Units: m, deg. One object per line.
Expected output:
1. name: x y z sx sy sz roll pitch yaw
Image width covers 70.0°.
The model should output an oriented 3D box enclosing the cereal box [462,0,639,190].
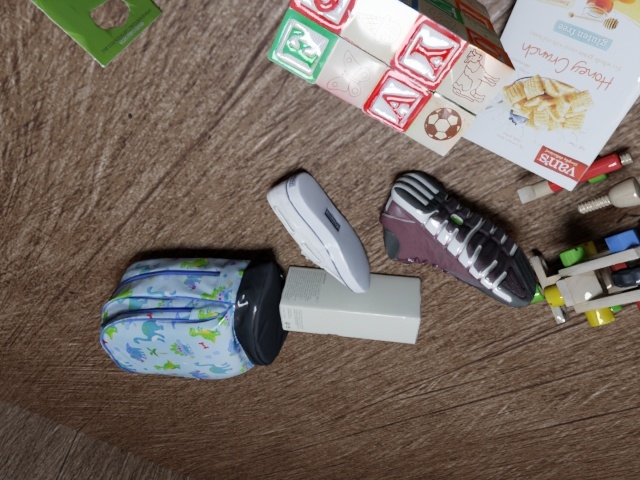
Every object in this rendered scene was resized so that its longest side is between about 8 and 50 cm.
1. cereal box: 0.295 -0.199 0.561 0.173 0.047 0.240 34 138 21

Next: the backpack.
1. backpack: -0.273 0.160 0.965 0.356 0.273 0.290 15 143 14

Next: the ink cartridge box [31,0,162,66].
1. ink cartridge box: -0.276 -0.348 0.488 0.097 0.188 0.255 -27 125 30

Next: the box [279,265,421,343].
1. box: 0.062 0.130 0.938 0.276 0.113 0.094 6 135 7

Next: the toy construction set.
1. toy construction set: 0.406 0.032 0.722 0.237 0.257 0.308 -23 105 45

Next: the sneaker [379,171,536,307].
1. sneaker: 0.214 0.022 0.780 0.281 0.106 0.162 45 146 11

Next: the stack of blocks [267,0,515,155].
1. stack of blocks: 0.070 -0.229 0.454 0.171 0.297 0.087 25 131 -13

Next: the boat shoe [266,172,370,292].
1. boat shoe: 0.000 0.000 0.836 0.088 0.096 0.267 -18 127 31
